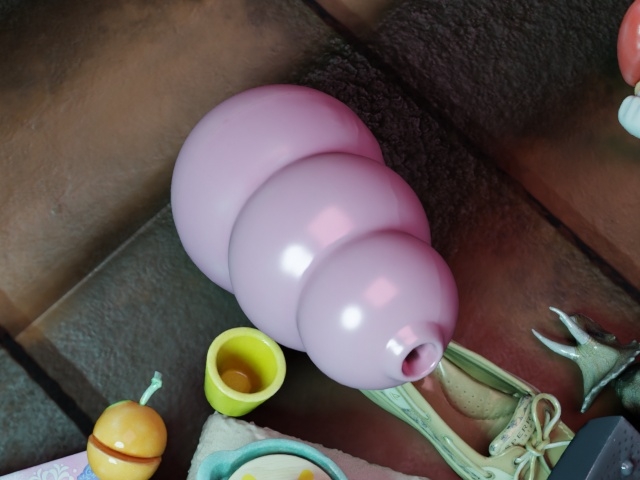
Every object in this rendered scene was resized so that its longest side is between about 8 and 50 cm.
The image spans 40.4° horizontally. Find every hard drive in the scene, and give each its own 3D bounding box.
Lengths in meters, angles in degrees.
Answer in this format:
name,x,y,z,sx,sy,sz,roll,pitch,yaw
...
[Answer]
name,x,y,z,sx,sy,sz,roll,pitch,yaw
hard drive,0.233,0.296,0.768,0.172,0.054,0.255,42,71,-30

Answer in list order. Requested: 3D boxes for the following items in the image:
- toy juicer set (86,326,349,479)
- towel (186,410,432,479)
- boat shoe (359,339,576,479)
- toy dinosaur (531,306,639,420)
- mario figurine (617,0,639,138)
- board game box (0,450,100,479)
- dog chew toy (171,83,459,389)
name,x,y,z,sx,sy,sz,roll,pitch,yaw
toy juicer set,-0.062,0.237,0.672,0.209,0.089,0.329,-19,67,-30
towel,0.007,0.274,0.759,0.282,0.049,0.187,20,53,-7
boat shoe,0.149,0.166,0.825,0.285,0.089,0.104,30,68,3
toy dinosaur,0.355,0.151,0.802,0.160,0.313,0.121,5,96,-30
mario figurine,0.453,-0.146,0.935,0.320,0.170,0.198,49,44,4
board game box,-0.265,0.361,0.709,0.318,0.066,0.319,-16,73,-13
dog chew toy,0.000,0.000,0.755,0.206,0.207,0.332,-24,41,-15
